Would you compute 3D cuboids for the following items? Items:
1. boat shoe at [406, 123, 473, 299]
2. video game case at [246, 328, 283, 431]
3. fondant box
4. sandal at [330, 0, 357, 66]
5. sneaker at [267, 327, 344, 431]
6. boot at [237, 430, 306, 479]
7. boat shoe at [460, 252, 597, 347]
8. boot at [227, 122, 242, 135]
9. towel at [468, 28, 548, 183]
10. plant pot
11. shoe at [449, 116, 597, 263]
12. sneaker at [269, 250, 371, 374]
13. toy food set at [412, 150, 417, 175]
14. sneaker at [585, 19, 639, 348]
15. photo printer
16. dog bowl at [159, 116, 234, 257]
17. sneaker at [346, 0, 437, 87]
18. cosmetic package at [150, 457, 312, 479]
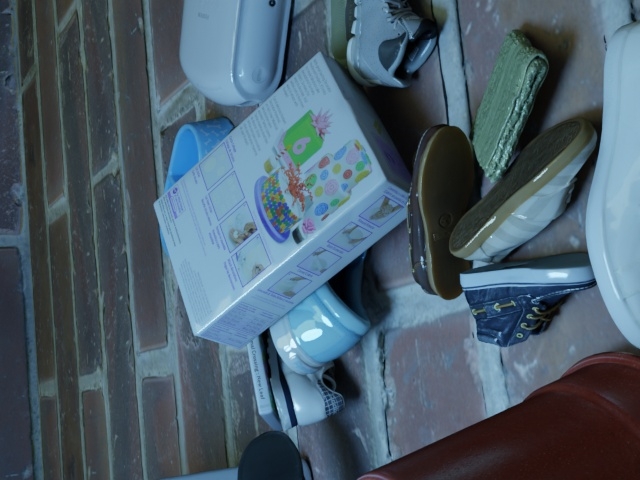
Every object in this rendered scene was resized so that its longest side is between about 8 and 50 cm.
[{"bbox_3d":[0.130,-0.035,1.080,0.073,0.073,0.207,-147,53,-59],"label":"boat shoe"},{"bbox_3d":[-0.088,0.185,1.430,0.212,0.023,0.193,78,180,-72],"label":"video game case"},{"bbox_3d":[-0.054,-0.049,1.218,0.330,0.096,0.238,-40,51,21],"label":"fondant box"},{"bbox_3d":[0.028,-0.386,1.249,0.120,0.086,0.303,-10,82,60],"label":"sandal"},{"bbox_3d":[-0.026,0.193,1.373,0.235,0.095,0.090,-108,3,-62],"label":"sneaker"},{"bbox_3d":[-0.020,0.415,1.278,0.229,0.091,0.263,65,-178,-48],"label":"boot"},{"bbox_3d":[0.222,0.063,0.960,0.183,0.065,0.083,-10,96,58],"label":"boat shoe"},{"bbox_3d":[-0.153,-0.046,1.550,0.112,0.115,0.305,10,98,62],"label":"boot"},{"bbox_3d":[0.197,-0.143,0.992,0.110,0.027,0.148,-98,21,-62],"label":"towel"},{"bbox_3d":[0.178,0.255,0.784,0.272,0.265,0.272,36,131,55],"label":"plant pot"},{"bbox_3d":[0.218,-0.045,0.970,0.219,0.058,0.076,-49,17,44],"label":"shoe"},{"bbox_3d":[0.000,0.000,1.309,0.150,0.135,0.366,-28,58,25],"label":"sneaker"},{"bbox_3d":[0.133,-0.066,1.142,0.082,0.020,0.083,50,132,48],"label":"toy food set"},{"bbox_3d":[0.297,-0.050,0.770,0.123,0.106,0.290,-5,85,63],"label":"sneaker"},{"bbox_3d":[-0.142,-0.376,1.525,0.256,0.107,0.307,33,119,55],"label":"photo printer"},{"bbox_3d":[-0.229,-0.088,1.721,0.166,0.074,0.297,53,134,46],"label":"dog bowl"},{"bbox_3d":[0.098,-0.297,1.149,0.132,0.086,0.229,27,124,52],"label":"sneaker"},{"bbox_3d":[-0.223,0.547,1.408,0.327,0.393,0.329,-43,56,52],"label":"cosmetic package"}]
